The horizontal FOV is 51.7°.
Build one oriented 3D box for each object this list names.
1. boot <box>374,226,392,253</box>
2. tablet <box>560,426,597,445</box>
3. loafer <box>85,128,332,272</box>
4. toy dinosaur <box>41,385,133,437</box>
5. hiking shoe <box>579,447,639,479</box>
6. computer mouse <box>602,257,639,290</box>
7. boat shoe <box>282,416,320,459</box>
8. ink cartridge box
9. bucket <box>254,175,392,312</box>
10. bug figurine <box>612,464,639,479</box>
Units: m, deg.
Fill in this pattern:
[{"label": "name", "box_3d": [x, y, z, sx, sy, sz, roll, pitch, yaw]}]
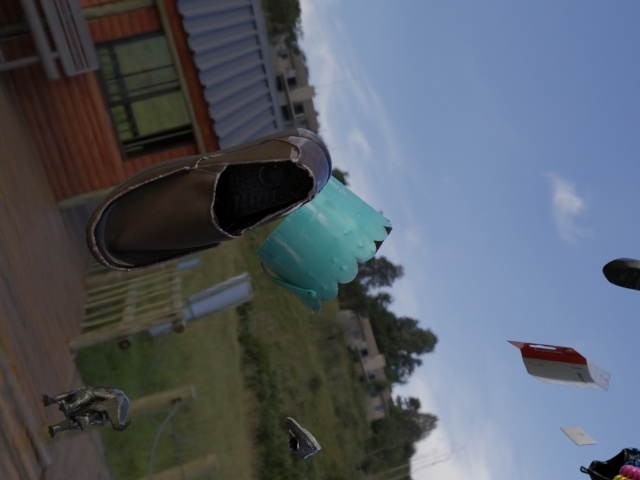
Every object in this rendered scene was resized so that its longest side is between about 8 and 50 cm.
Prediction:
[{"label": "boot", "box_3d": [0.175, -0.012, 2.072, 0.114, 0.037, 0.106, -59, -162, 17]}, {"label": "tablet", "box_3d": [0.636, 0.481, 1.629, 0.083, 0.054, 0.006, -127, -142, -73]}, {"label": "loafer", "box_3d": [-0.159, -0.056, 0.901, 0.130, 0.365, 0.134, -101, 167, -73]}, {"label": "toy dinosaur", "box_3d": [-0.494, 0.358, 1.439, 0.160, 0.313, 0.121, -16, 87, -54]}, {"label": "hiking shoe", "box_3d": [0.819, 0.572, 1.649, 0.132, 0.304, 0.113, 48, 27, -11]}, {"label": "computer mouse", "box_3d": [0.639, 0.071, 1.197, 0.071, 0.241, 0.041, 84, 23, -53]}, {"label": "boat shoe", "box_3d": [-0.071, 0.552, 1.843, 0.075, 0.065, 0.206, 57, -19, -16]}, {"label": "ink cartridge box", "box_3d": [0.619, 0.330, 1.732, 0.189, 0.232, 0.066, -2, -112, 48]}, {"label": "bucket", "box_3d": [0.000, 0.000, 1.427, 0.183, 0.281, 0.281, 42, -7, -4]}, {"label": "bug figurine", "box_3d": [0.698, 0.500, 1.276, 0.072, 0.278, 0.216, -67, -163, -11]}]
